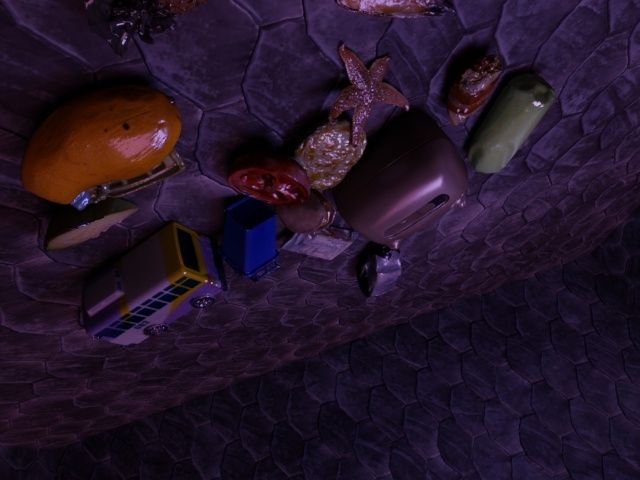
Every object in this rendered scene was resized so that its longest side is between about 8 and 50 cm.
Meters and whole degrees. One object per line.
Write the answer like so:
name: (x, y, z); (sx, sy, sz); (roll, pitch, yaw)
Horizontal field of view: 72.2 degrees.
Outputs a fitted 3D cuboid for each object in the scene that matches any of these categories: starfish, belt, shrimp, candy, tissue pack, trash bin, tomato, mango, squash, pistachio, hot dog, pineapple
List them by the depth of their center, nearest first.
pineapple: (-0.289, -0.405, 0.738); (0.237, 0.119, 0.111); (-28, -164, 20)
shrimp: (0.156, -0.525, 0.873); (0.316, 0.062, 0.164); (-2, 143, -27)
mango: (-0.456, -0.202, 0.905); (0.359, 0.144, 0.187); (-23, 124, -2)
starfish: (0.114, -0.353, 1.107); (0.295, 0.048, 0.231); (16, 109, -47)
squash: (-0.612, -0.017, 1.126); (0.236, 0.155, 0.204); (-29, 149, 12)
tomato: (-0.131, -0.178, 1.189); (0.227, 0.101, 0.228); (11, 159, 4)
hot dog: (0.406, -0.415, 1.200); (0.146, 0.103, 0.213); (-36, 166, -19)
tissue pack: (0.242, -0.164, 1.330); (0.387, 0.277, 0.267); (-36, 146, 22)
pistachio: (-0.052, -0.098, 1.344); (0.223, 0.152, 0.126); (10, -168, 42)
trash bin: (-0.214, -0.007, 1.365); (0.162, 0.184, 0.234); (-35, 154, -34)
candy: (0.585, -0.356, 1.381); (0.142, 0.132, 0.343); (-27, 156, -24)
belt: (0.244, 0.130, 1.934); (0.164, 0.184, 0.289); (-6, 143, -17)

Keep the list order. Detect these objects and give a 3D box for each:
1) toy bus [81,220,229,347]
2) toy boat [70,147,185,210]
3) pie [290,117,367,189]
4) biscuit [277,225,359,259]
toy bus: (-0.542, 0.152, 1.397); (0.440, 0.209, 0.249); (-31, 149, 16)
toy boat: (-0.468, -0.166, 1.043); (0.276, 0.084, 0.111); (-24, 149, -3)
pie: (0.009, -0.245, 1.223); (0.201, 0.090, 0.248); (7, 142, -33)
biscuit: (0.003, -0.003, 1.644); (0.309, 0.079, 0.186); (14, 134, -46)
